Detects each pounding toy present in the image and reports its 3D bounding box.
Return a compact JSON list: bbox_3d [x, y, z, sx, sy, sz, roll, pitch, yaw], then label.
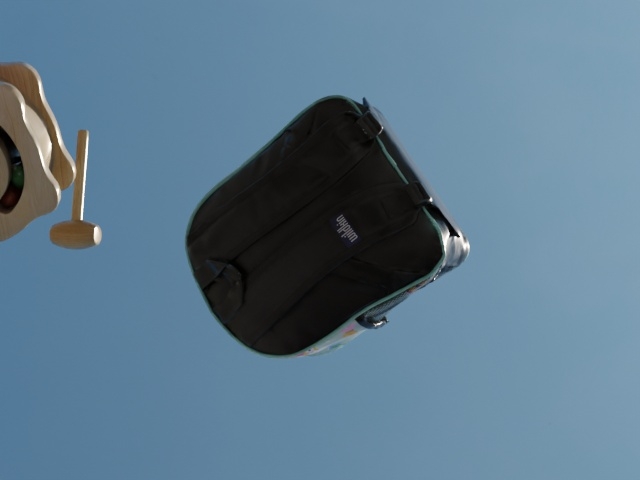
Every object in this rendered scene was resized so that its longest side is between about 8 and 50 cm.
[{"bbox_3d":[-0.376,-0.101,1.413,0.154,0.155,0.269,-10,-62,12],"label":"pounding toy"}]

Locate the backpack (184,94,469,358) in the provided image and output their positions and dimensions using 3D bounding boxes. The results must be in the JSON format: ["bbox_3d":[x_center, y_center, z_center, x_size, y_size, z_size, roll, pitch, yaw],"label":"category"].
[{"bbox_3d":[0.000,0.000,0.901,0.188,0.144,0.165,-36,-100,10],"label":"backpack"}]
